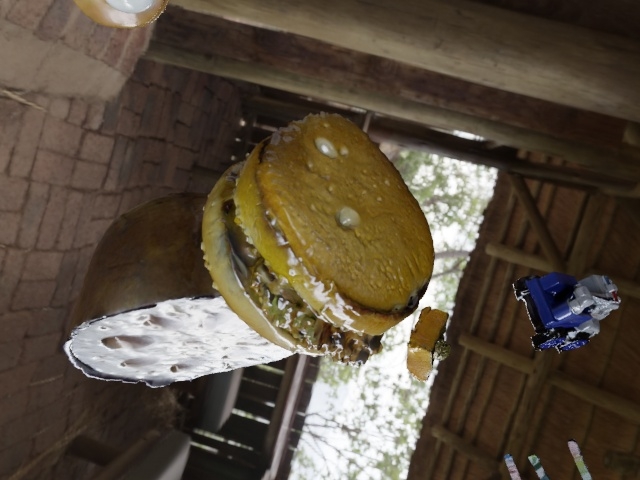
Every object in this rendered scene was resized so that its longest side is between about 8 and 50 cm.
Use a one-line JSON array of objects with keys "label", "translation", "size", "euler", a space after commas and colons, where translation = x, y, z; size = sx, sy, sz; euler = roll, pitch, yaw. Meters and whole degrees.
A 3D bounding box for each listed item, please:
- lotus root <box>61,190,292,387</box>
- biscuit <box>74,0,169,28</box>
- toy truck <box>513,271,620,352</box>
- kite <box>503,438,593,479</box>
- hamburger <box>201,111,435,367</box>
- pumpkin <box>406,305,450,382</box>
[{"label": "lotus root", "translation": [-0.136, 0.046, 0.649], "size": [0.272, 0.273, 0.191], "euler": [96, -8, -59]}, {"label": "biscuit", "translation": [-0.150, -0.230, 0.335], "size": [0.047, 0.340, 0.215], "euler": [-100, -168, -53]}, {"label": "toy truck", "translation": [0.529, 0.133, 1.249], "size": [0.177, 0.213, 0.161], "euler": [-39, -126, 39]}, {"label": "kite", "translation": [0.324, 0.378, 0.737], "size": [0.015, 0.152, 0.285], "euler": [-33, 100, -60]}, {"label": "hamburger", "translation": [0.000, 0.007, 0.464], "size": [0.182, 0.190, 0.118], "euler": [-9, 157, -44]}, {"label": "pumpkin", "translation": [0.146, 0.140, 0.785], "size": [0.083, 0.054, 0.074], "euler": [87, 27, -48]}]
